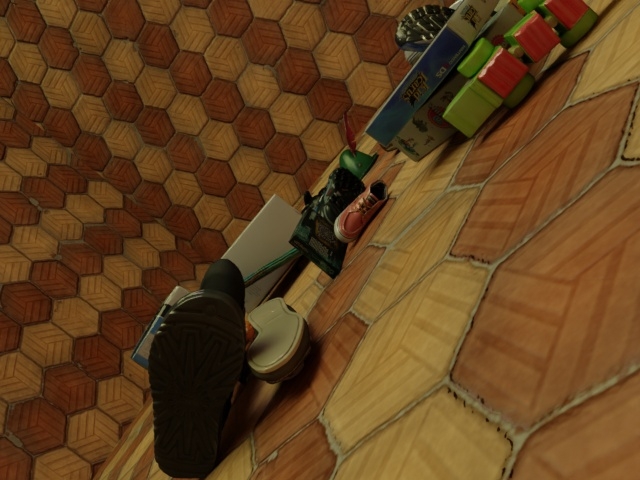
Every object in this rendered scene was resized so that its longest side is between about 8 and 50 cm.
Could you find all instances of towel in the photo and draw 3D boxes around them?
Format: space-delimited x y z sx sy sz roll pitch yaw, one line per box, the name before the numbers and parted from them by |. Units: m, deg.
towel | -0.174 0.092 1.739 0.370 0.040 0.271 -31 1 -22

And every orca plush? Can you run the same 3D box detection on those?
orca plush | -0.010 -0.157 2.188 0.287 0.102 0.151 -50 8 5

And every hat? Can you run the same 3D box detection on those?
hat | 0.076 -0.291 2.019 0.173 0.183 0.209 -45 9 37

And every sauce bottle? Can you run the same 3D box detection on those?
sauce bottle | -0.141 0.246 1.266 0.128 0.042 0.042 -53 8 -13

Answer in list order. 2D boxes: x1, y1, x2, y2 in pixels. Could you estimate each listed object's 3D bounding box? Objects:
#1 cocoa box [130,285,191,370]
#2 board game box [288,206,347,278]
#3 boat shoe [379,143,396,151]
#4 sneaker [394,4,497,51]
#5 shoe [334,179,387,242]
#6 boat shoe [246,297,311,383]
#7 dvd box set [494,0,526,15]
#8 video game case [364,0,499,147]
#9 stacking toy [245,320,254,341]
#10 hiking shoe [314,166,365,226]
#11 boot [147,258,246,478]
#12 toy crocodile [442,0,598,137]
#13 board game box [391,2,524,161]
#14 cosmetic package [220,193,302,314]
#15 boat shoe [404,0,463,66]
cocoa box | -0.390 0.297 1.695 0.228 0.231 0.347 -61 11 -18
board game box | 0.000 0.000 1.307 0.026 0.126 0.186 -47 8 22
boat shoe | 0.262 -0.382 1.622 0.324 0.120 0.123 -44 10 39
sneaker | 0.308 -0.457 1.393 0.329 0.130 0.147 -9 -34 -31
shoe | 0.094 -0.071 1.330 0.081 0.063 0.178 -50 2 45
boat shoe | -0.062 0.182 1.020 0.112 0.096 0.335 -31 11 -3
dvd box set | 0.523 -0.651 1.616 0.420 0.062 0.308 -49 8 12
video game case | 0.215 -0.337 1.134 0.269 0.061 0.244 -49 6 47
stacking toy | -0.257 0.284 1.452 0.166 0.175 0.302 -47 -3 36
hiking shoe | 0.034 -0.104 1.645 0.132 0.113 0.304 -45 10 32
boot | -0.200 0.158 1.134 0.445 0.146 0.367 -82 9 -66
toy crocodile | 0.328 -0.313 0.937 0.340 0.115 0.105 -48 8 17
board game box | 0.295 -0.324 1.259 0.224 0.097 0.303 -55 8 -25
cosmetic package | -0.197 0.044 1.980 0.366 0.197 0.155 -50 7 -7
boat shoe | 0.346 -0.542 1.548 0.109 0.094 0.302 -30 -2 -36
